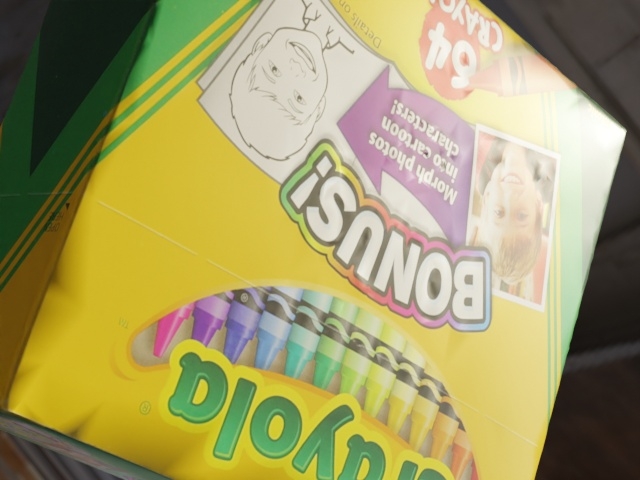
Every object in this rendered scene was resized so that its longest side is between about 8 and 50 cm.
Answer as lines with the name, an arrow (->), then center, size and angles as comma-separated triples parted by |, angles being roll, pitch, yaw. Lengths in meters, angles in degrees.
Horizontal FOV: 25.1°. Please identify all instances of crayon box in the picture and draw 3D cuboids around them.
crayon box -> 0.000, 0.000, 0.779 | 0.106, 0.363, 0.313 | -1, -115, 46
